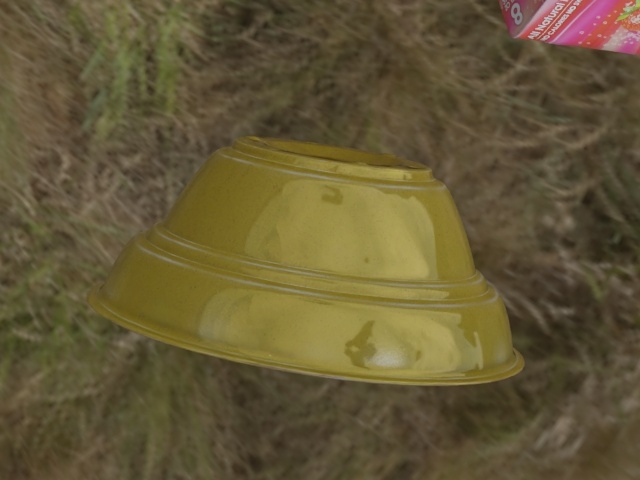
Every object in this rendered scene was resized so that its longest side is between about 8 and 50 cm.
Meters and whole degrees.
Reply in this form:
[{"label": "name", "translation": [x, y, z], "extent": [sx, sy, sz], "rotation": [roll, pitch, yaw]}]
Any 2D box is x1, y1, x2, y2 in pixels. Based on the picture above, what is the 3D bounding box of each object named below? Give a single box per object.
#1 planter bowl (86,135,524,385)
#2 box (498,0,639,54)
[{"label": "planter bowl", "translation": [0.000, 0.000, 0.795], "extent": [0.217, 0.217, 0.090], "rotation": [5, 99, -26]}, {"label": "box", "translation": [0.194, -0.215, 0.826], "extent": [0.128, 0.122, 0.257], "rotation": [3, 148, -26]}]
